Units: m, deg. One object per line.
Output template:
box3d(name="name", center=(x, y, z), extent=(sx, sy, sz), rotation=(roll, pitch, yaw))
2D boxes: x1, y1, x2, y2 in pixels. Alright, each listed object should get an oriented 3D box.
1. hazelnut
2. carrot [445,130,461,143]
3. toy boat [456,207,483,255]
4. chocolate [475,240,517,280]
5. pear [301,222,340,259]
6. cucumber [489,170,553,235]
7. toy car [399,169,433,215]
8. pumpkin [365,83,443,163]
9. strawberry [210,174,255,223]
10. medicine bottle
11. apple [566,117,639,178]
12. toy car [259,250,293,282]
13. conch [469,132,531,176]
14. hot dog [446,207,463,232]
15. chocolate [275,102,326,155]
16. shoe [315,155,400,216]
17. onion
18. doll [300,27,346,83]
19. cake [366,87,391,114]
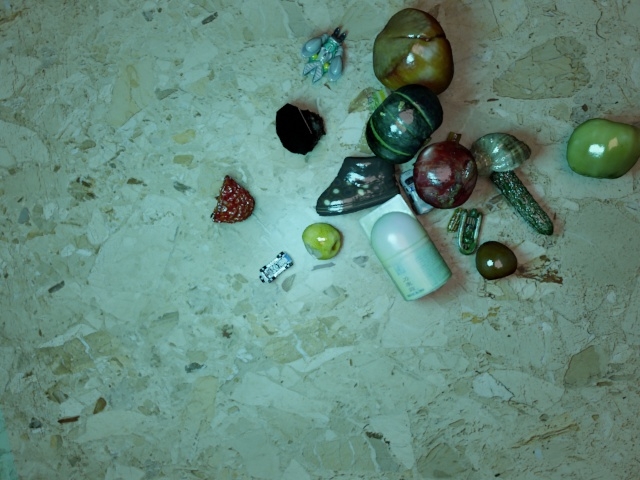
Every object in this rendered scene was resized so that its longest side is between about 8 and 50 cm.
box3d(name="hazelnut", center=(0.390, -0.757, 1.755), extent=(0.372, 0.315, 0.373), rotation=(14, 64, -33))
box3d(name="carrot", center=(0.553, -0.351, 1.868), extent=(0.070, 0.070, 0.260), rotation=(19, 91, 4))
box3d(name="toy boat", center=(0.653, -0.038, 1.869), extent=(0.104, 0.052, 0.211), rotation=(11, 92, -14))
box3d(name="chocolate", center=(0.745, 0.080, 1.815), extent=(0.176, 0.177, 0.177), rotation=(0, 91, 5))
box3d(name="pear", center=(0.000, 0.000, 1.877), extent=(0.177, 0.178, 0.178), rotation=(0, 91, 5))
box3d(name="cucumber", center=(0.879, -0.164, 1.833), extent=(0.096, 0.096, 0.359), rotation=(-39, 90, 4))
box3d(name="toy car", center=(0.420, -0.213, 1.859), extent=(0.089, 0.108, 0.210), rotation=(-25, 89, 5))
box3d(name="pumpkin", center=(0.325, -0.454, 1.665), extent=(0.241, 0.323, 0.323), rotation=(42, 94, 6))
box3d(name="strawberry", center=(-0.382, -0.166, 1.892), extent=(0.177, 0.234, 0.234), rotation=(16, 93, -16))
box3d(name="medicine bottle", center=(0.353, 0.029, 1.806), extent=(0.235, 0.236, 0.406), rotation=(-32, 89, 5))
box3d(name="apple", center=(1.151, -0.370, 1.727), extent=(0.262, 0.262, 0.263), rotation=(0, 91, 5))
box3d(name="toy car", center=(-0.208, 0.128, 1.939), extent=(0.170, 0.070, 0.080), rotation=(-39, 88, 3))
box3d(name="conch", center=(0.741, -0.381, 1.789), extent=(0.291, 0.210, 0.159), rotation=(-34, 105, -9))
box3d(name="hot dog", center=(0.598, -0.089, 1.883), extent=(0.049, 0.037, 0.122), rotation=(21, 94, 0))
box3d(name="chocolate", center=(-0.067, -0.507, 1.901), extent=(0.177, 0.206, 0.224), rotation=(-34, 101, -39))
box3d(name="shoe", center=(0.144, -0.248, 1.849), extent=(0.383, 0.171, 0.237), rotation=(-16, 96, 4))
box3d(name="onion", center=(0.505, -0.262, 1.707), extent=(0.276, 0.276, 0.277), rotation=(0, 91, 5))
box3d(name="doll", center=(0.009, -0.823, 1.862), extent=(0.194, 0.153, 0.259), rotation=(8, 87, -9))
box3d(name="cake", center=(0.285, -0.565, 1.900), extent=(0.109, 0.090, 0.226), rotation=(-15, 71, 7))
